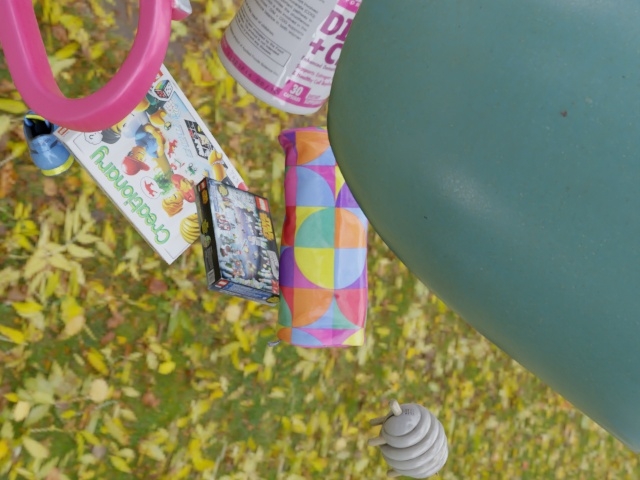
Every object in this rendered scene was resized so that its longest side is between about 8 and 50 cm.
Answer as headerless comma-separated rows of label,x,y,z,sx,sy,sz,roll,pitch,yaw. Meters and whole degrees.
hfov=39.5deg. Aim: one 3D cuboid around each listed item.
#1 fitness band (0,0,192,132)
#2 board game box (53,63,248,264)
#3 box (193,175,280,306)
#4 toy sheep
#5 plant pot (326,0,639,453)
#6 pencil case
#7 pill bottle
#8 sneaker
fitness band,-0.247,-0.251,0.927,0.054,0.209,0.291,23,41,-61
board game box,-0.263,-0.125,1.441,0.193,0.053,0.305,-45,135,-12
box,-0.090,0.001,0.997,0.094,0.027,0.137,19,46,-41
toy sheep,0.109,0.242,1.085,0.091,0.091,0.132,-58,132,-34
plant pot,0.148,-0.071,0.500,0.293,0.235,0.293,-49,160,-25
pencil case,0.000,0.000,0.924,0.104,0.104,0.237,0,95,-57
pill bottle,0.003,-0.313,1.115,0.160,0.160,0.283,-15,146,-55
sneaker,-0.435,-0.189,1.415,0.209,0.069,0.082,-114,-177,-49
